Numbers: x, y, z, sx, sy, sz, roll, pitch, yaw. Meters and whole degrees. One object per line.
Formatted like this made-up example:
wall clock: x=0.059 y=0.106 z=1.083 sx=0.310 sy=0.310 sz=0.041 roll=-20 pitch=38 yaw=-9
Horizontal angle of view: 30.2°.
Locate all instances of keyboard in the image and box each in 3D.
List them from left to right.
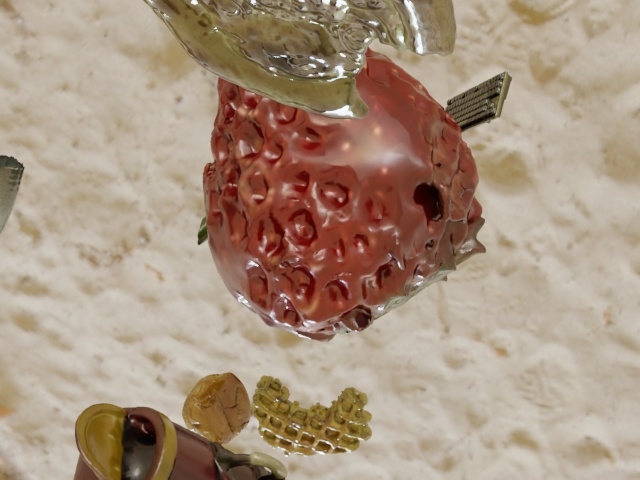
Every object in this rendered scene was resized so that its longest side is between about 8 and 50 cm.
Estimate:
keyboard: x=0.154 y=-0.135 z=1.202 sx=0.015 sy=0.049 sz=0.129 roll=22 pitch=168 yaw=-16

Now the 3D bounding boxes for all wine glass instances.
wine glass: x=-0.336 y=0.009 z=1.106 sx=0.066 sy=0.066 sz=0.198 roll=25 pitch=103 yaw=0

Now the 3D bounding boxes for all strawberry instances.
strawberry: x=-0.006 y=-0.082 z=1.180 sx=0.295 sy=0.317 sz=0.345 roll=-29 pitch=87 yaw=31

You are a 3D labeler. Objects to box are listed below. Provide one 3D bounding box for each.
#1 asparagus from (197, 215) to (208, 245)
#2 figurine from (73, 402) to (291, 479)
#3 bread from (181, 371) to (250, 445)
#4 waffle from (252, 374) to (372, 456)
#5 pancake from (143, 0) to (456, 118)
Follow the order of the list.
asparagus: x=-0.052 y=-0.068 z=1.370 sx=0.027 sy=0.236 sz=0.034 roll=39 pitch=156 yaw=46
figurine: x=-0.066 y=0.135 z=0.625 sx=0.098 sy=0.082 sz=0.154 roll=-23 pitch=134 yaw=37
bread: x=-0.117 y=0.189 z=1.322 sx=0.046 sy=0.083 sz=0.081 roll=-12 pitch=82 yaw=46
waffle: x=-0.015 y=0.282 z=1.897 sx=0.194 sy=0.051 sz=0.149 roll=-3 pitch=118 yaw=14
pancake: x=-0.032 y=-0.142 z=0.649 sx=0.212 sy=0.029 sz=0.235 roll=30 pitch=159 yaw=-8
